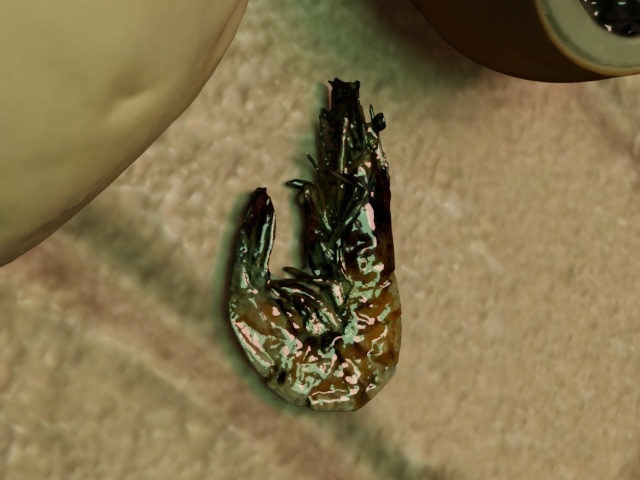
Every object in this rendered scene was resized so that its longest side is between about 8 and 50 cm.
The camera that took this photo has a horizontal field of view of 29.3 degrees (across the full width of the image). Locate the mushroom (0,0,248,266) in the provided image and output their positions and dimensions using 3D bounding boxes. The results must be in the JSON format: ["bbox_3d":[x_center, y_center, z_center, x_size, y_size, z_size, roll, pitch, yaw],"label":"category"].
[{"bbox_3d":[-0.141,-0.128,0.358,0.356,0.315,0.315,-31,101,-29],"label":"mushroom"}]

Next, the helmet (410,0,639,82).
[{"bbox_3d":[0.102,-0.176,0.600,0.198,0.130,0.224,1,74,-35],"label":"helmet"}]

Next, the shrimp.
[{"bbox_3d":[0.000,0.000,0.576,0.091,0.034,0.161,3,84,-30],"label":"shrimp"}]
